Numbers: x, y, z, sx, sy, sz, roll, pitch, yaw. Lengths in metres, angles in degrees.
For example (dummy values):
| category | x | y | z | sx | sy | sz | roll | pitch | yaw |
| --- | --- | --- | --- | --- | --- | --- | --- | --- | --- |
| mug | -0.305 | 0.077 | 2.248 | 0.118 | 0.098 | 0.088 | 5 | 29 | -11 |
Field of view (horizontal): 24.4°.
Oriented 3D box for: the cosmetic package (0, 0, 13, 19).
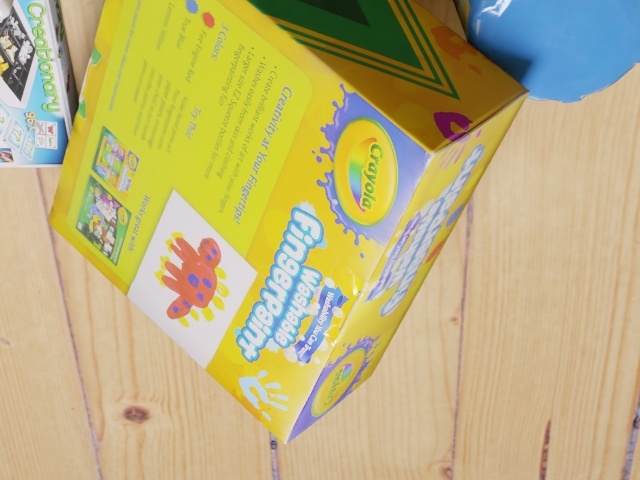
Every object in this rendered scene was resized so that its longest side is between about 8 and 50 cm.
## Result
| category | x | y | z | sx | sy | sz | roll | pitch | yaw |
| --- | --- | --- | --- | --- | --- | --- | --- | --- | --- |
| cosmetic package | -0.454 | -0.381 | 1.202 | 0.329 | 0.327 | 0.394 | -12 | 132 | 13 |

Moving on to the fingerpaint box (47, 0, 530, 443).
| category | x | y | z | sx | sy | sz | roll | pitch | yaw |
| --- | --- | --- | --- | --- | --- | --- | --- | --- | --- |
| fingerpaint box | -0.054 | -0.077 | 1.459 | 0.371 | 0.163 | 0.445 | 41 | 137 | 16 |

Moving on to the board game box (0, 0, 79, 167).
| category | x | y | z | sx | sy | sz | roll | pitch | yaw |
| --- | --- | --- | --- | --- | --- | --- | --- | --- | --- |
| board game box | -0.366 | -0.205 | 1.557 | 0.193 | 0.053 | 0.305 | 0 | 134 | 2 |

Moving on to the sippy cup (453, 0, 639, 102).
| category | x | y | z | sx | sy | sz | roll | pitch | yaw |
| --- | --- | --- | --- | --- | --- | --- | --- | --- | --- |
| sippy cup | 0.215 | -0.256 | 1.384 | 0.305 | 0.224 | 0.240 | -13 | 132 | 14 |
